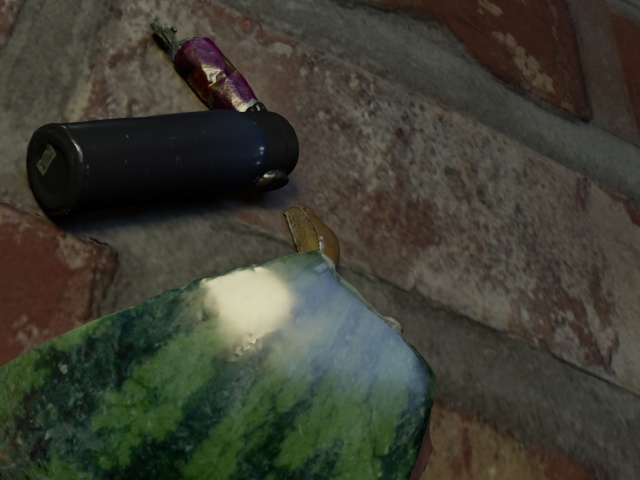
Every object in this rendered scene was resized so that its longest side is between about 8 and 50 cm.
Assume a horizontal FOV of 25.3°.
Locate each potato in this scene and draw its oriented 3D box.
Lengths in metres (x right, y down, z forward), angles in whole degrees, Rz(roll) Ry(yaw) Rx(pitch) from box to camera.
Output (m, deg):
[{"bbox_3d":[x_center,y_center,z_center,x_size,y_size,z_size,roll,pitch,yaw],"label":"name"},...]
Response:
[{"bbox_3d":[0.001,0.001,1.224,0.037,0.036,0.093,7,45,-30],"label":"potato"}]

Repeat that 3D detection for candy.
[{"bbox_3d":[-0.093,-0.145,1.303,0.043,0.045,0.175,-37,76,-18],"label":"candy"}]

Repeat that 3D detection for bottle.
[{"bbox_3d":[-0.120,-0.066,1.170,0.244,0.072,0.082,-12,70,-45],"label":"bottle"}]

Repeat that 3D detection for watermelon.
[{"bbox_3d":[-0.079,0.112,0.922,0.250,0.283,0.292,41,8,-19],"label":"watermelon"}]
